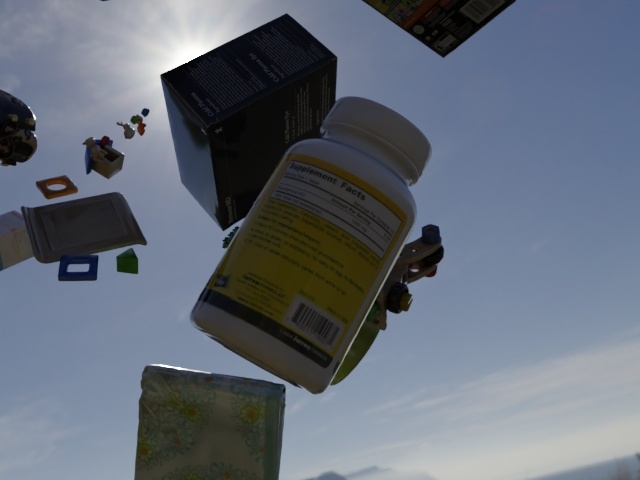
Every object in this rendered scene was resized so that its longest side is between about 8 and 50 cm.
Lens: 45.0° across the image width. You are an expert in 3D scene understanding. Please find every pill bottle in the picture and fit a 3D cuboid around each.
[{"bbox_3d":[0.000,0.000,0.944,0.188,0.334,0.188,28,-13,7],"label":"pill bottle"}]

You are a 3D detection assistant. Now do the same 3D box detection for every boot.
[{"bbox_3d":[-0.614,-0.196,1.359,0.138,0.377,0.284,-56,-23,7],"label":"boot"}]

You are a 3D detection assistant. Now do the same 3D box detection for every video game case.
[{"bbox_3d":[0.216,-0.490,1.516,0.248,0.035,0.275,31,-19,-12],"label":"video game case"}]

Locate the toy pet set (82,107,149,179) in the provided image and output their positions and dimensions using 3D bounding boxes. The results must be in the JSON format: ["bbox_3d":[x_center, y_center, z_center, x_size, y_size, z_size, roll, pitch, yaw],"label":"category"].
[{"bbox_3d":[-0.357,-0.169,1.295,0.122,0.065,0.114,-50,-11,-48],"label":"toy pet set"}]

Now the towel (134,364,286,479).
[{"bbox_3d":[-0.243,0.471,1.670,0.320,0.375,0.090,6,5,7],"label":"towel"}]

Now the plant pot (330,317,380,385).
[{"bbox_3d":[-0.039,0.181,1.998,0.353,0.366,0.366,36,-33,-5],"label":"plant pot"}]

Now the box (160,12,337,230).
[{"bbox_3d":[-0.141,-0.245,1.637,0.312,0.179,0.343,-33,-28,-22],"label":"box"}]

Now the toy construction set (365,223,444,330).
[{"bbox_3d":[0.078,0.080,1.524,0.257,0.237,0.309,29,-41,2],"label":"toy construction set"}]

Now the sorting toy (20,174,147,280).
[{"bbox_3d":[-0.434,-0.018,1.414,0.196,0.348,0.047,-9,-53,-24],"label":"sorting toy"}]

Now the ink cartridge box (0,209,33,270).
[{"bbox_3d":[-0.724,-0.001,1.787,0.143,0.092,0.090,-29,-47,-42],"label":"ink cartridge box"}]

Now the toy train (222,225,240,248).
[{"bbox_3d":[-0.144,-0.004,1.297,0.023,0.017,0.083,9,-22,-23],"label":"toy train"}]
